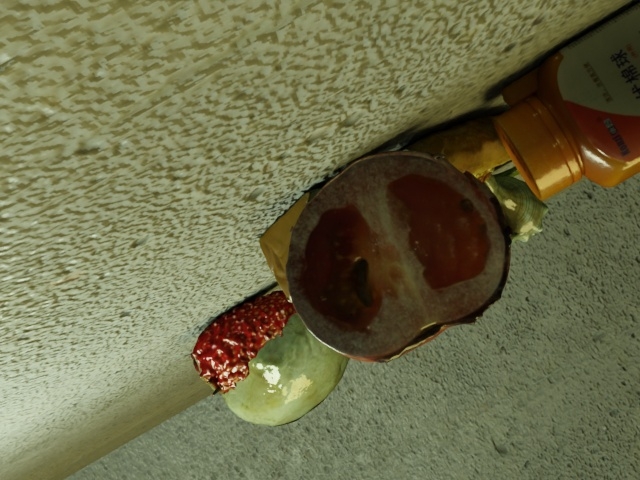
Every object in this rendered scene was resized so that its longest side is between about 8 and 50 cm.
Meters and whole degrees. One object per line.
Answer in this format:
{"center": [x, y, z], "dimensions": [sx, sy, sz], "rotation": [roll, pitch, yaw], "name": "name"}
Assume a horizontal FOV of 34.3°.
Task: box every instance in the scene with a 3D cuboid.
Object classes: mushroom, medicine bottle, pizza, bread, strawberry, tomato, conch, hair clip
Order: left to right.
{"center": [-0.129, 0.137, 1.611], "dimensions": [0.208, 0.087, 0.167], "rotation": [-54, -163, -8], "name": "strawberry"}
{"center": [-0.070, 0.206, 1.813], "dimensions": [0.267, 0.189, 0.164], "rotation": [-29, 158, 4], "name": "mushroom"}
{"center": [0.002, -0.002, 1.111], "dimensions": [0.074, 0.084, 0.139], "rotation": [-22, 168, -35], "name": "bread"}
{"center": [0.075, 0.016, 1.067], "dimensions": [0.228, 0.199, 0.112], "rotation": [-21, 173, -2], "name": "tomato"}
{"center": [0.126, -0.057, 1.250], "dimensions": [0.280, 0.075, 0.287], "rotation": [-21, 168, -45], "name": "pizza"}
{"center": [0.286, -0.041, 1.684], "dimensions": [0.234, 0.137, 0.114], "rotation": [4, 179, -42], "name": "conch"}
{"center": [0.343, -0.130, 1.740], "dimensions": [0.188, 0.033, 0.060], "rotation": [-29, 169, -5], "name": "hair clip"}
{"center": [0.302, -0.140, 1.080], "dimensions": [0.222, 0.149, 0.112], "rotation": [-31, 171, 6], "name": "medicine bottle"}
